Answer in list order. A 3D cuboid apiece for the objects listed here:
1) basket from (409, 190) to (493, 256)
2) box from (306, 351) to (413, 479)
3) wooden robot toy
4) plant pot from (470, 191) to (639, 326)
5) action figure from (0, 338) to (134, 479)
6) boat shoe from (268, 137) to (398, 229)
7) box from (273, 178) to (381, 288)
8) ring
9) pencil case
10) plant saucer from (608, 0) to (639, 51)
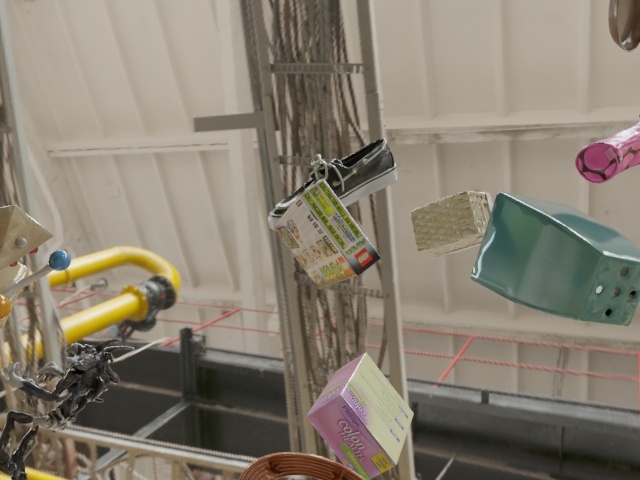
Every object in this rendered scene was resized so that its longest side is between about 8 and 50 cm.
[{"bbox_3d":[0.295,-0.038,1.379,0.167,0.103,0.113,-20,-107,36],"label":"basket"},{"bbox_3d":[0.108,0.442,1.565,0.117,0.243,0.213,-38,-89,23],"label":"box"},{"bbox_3d":[-0.209,0.047,0.341,0.173,0.076,0.079,-28,-133,35],"label":"wooden robot toy"},{"bbox_3d":[0.397,0.040,1.004,0.234,0.165,0.165,-135,-123,-63],"label":"plant pot"},{"bbox_3d":[-0.440,0.248,1.003,0.141,0.164,0.276,36,-103,18],"label":"action figure"},{"bbox_3d":[0.022,-0.118,1.233,0.113,0.306,0.105,29,-40,60],"label":"boat shoe"},{"bbox_3d":[0.000,0.000,0.785,0.036,0.207,0.114,-36,-89,-15],"label":"box"},{"bbox_3d":[-0.019,0.569,1.278,0.336,0.032,0.337,7,-61,13],"label":"ring"},{"bbox_3d":[0.614,-0.185,1.246,0.098,0.209,0.095,-26,-91,61],"label":"pencil case"},{"bbox_3d":[0.593,-0.450,1.189,0.029,0.168,0.168,14,-71,43],"label":"plant saucer"}]
